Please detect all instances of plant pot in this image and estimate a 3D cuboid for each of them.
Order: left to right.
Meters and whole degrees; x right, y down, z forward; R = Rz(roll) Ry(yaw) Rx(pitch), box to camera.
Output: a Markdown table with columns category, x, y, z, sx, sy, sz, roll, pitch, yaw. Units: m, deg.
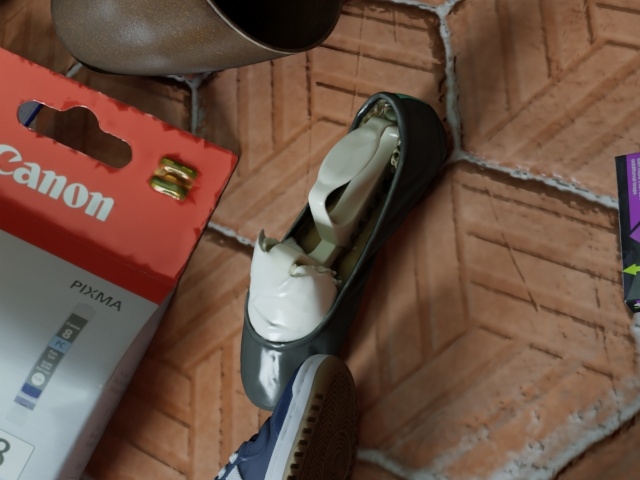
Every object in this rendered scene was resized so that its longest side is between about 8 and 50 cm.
| category | x | y | z | sx | sy | sz | roll | pitch | yaw |
| --- | --- | --- | --- | --- | --- | --- | --- | --- | --- |
| plant pot | -0.134 | -0.238 | 1.029 | 0.230 | 0.215 | 0.215 | -15 | 62 | 40 |

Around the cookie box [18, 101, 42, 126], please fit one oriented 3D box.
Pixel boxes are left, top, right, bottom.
| category | x | y | z | sx | sy | sz | roll | pitch | yaw |
| --- | --- | --- | --- | --- | --- | --- | --- | --- | --- |
| cookie box | -0.348 | -0.140 | 1.187 | 0.092 | 0.040 | 0.107 | 33 | 87 | 36 |

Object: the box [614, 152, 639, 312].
| category | x | y | z | sx | sy | sz | roll | pitch | yaw |
| --- | --- | --- | --- | --- | --- | --- | --- | --- | --- |
| box | 0.290 | -0.016 | 0.786 | 0.162 | 0.029 | 0.116 | -9 | 66 | 25 |

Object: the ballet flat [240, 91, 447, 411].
| category | x | y | z | sx | sy | sz | roll | pitch | yaw |
| --- | --- | --- | --- | --- | --- | --- | --- | --- | --- |
| ballet flat | 0.000 | 0.000 | 0.900 | 0.095 | 0.096 | 0.280 | 25 | 83 | 34 |

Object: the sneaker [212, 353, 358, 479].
| category | x | y | z | sx | sy | sz | roll | pitch | yaw |
| --- | --- | --- | --- | --- | --- | --- | --- | --- | --- |
| sneaker | -0.075 | 0.212 | 0.851 | 0.153 | 0.099 | 0.282 | 9 | 77 | 30 |

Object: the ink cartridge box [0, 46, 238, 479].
| category | x | y | z | sx | sy | sz | roll | pitch | yaw |
| --- | --- | --- | --- | --- | --- | --- | --- | --- | --- |
| ink cartridge box | -0.290 | 0.022 | 0.977 | 0.308 | 0.091 | 0.384 | 25 | 79 | 7 |
